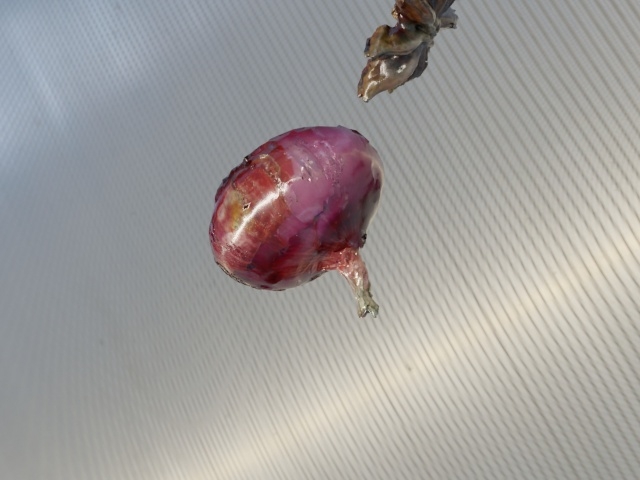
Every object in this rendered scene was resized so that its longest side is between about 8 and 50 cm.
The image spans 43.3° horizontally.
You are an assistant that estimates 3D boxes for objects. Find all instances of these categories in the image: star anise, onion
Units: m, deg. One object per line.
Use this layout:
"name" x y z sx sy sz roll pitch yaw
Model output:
"star anise" 0.148 -0.334 1.253 0.088 0.288 0.288 37 117 18
"onion" 0.000 0.000 0.603 0.150 0.150 0.140 -51 60 30
